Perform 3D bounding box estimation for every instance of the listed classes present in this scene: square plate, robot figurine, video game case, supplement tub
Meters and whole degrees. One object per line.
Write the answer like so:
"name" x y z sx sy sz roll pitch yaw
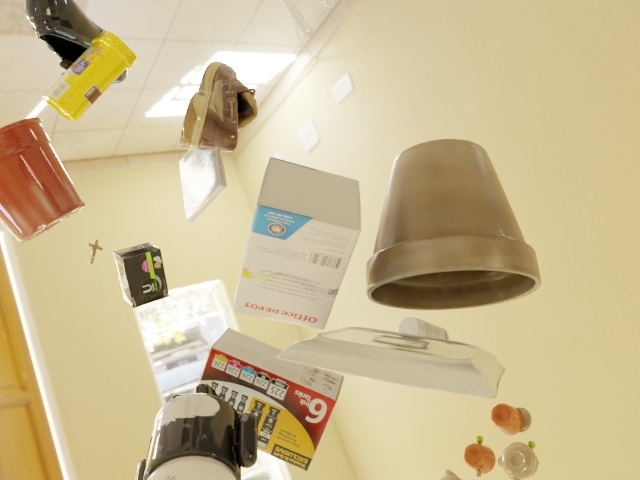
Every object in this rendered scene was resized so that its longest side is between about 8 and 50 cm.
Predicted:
"square plate" 0.147 0.203 1.018 0.347 0.049 0.344 6 177 21
"robot figurine" -0.229 0.399 1.041 0.174 0.278 0.209 19 115 -18
"video game case" -0.318 -0.179 1.520 0.023 0.193 0.212 4 153 -37
"supplement tub" 0.233 0.218 1.287 0.107 0.071 0.071 25 140 -33

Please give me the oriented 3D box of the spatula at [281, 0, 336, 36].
"spatula" -0.041 -0.466 0.897 0.168 0.242 0.019 -33 -163 20

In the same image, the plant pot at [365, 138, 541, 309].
"plant pot" 0.244 -0.030 1.112 0.323 0.280 0.323 0 160 0

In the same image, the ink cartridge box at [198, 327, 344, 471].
"ink cartridge box" -0.138 0.401 1.351 0.130 0.310 0.271 -53 163 -73

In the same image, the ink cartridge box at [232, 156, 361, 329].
"ink cartridge box" -0.044 0.009 1.004 0.171 0.168 0.232 14 125 -8

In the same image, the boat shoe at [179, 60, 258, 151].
"boat shoe" -0.187 -0.264 1.139 0.123 0.342 0.123 13 119 -8

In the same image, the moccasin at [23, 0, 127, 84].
"moccasin" -0.522 -0.401 1.210 0.138 0.116 0.342 -9 171 9

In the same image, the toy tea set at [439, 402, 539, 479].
"toy tea set" 0.451 0.582 1.428 0.124 0.200 0.336 38 85 -38

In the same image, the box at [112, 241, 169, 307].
"box" -0.283 0.053 0.897 0.062 0.083 0.052 -19 -156 -33

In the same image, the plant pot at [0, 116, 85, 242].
"plant pot" -0.814 -0.154 1.568 0.272 0.265 0.272 -30 -168 7

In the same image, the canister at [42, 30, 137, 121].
"canister" -0.444 -0.311 1.087 0.170 0.073 0.126 -51 -146 -10

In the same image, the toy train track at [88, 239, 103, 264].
"toy train track" -0.714 0.037 1.786 0.014 0.083 0.048 -21 145 38
